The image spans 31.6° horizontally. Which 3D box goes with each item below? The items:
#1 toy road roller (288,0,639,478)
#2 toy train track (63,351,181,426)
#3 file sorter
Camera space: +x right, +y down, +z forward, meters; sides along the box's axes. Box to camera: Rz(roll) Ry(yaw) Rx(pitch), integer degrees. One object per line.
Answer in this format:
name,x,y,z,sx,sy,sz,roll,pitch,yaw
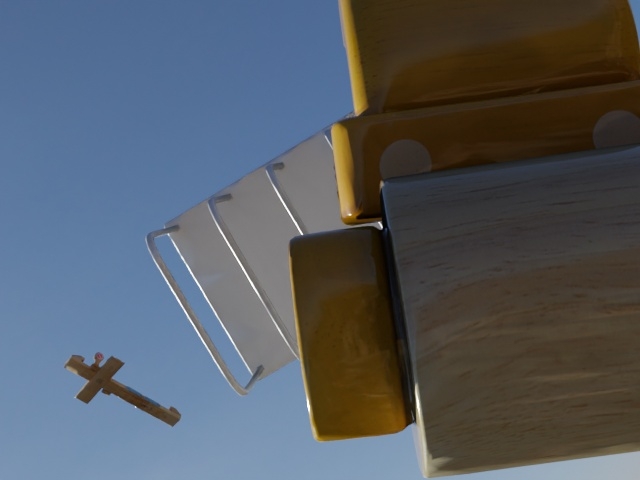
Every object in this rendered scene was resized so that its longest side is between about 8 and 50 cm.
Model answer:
toy road roller,0.086,-0.037,0.534,0.203,0.240,0.329,-8,-1,1
toy train track,-0.127,0.095,0.736,0.048,0.083,0.014,-45,22,31
file sorter,0.000,0.000,1.103,0.278,0.192,0.173,-31,1,4
